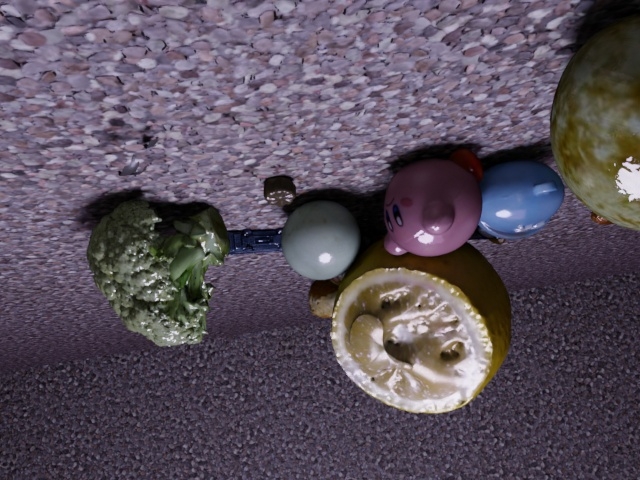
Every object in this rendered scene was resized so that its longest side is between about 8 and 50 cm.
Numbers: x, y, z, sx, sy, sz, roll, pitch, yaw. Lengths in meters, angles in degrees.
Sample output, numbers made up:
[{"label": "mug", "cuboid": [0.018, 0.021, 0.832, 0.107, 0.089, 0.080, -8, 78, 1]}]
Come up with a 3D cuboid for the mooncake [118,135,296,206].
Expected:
[{"label": "mooncake", "cuboid": [-0.149, -0.099, 0.903, 0.347, 0.057, 0.150, -5, 154, -42]}]

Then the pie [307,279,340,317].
[{"label": "pie", "cuboid": [0.114, 0.089, 1.523, 0.315, 0.092, 0.315, -21, -166, 6]}]

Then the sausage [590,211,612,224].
[{"label": "sausage", "cuboid": [0.756, -0.068, 1.582, 0.183, 0.054, 0.062, -3, -163, -32]}]

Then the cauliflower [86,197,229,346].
[{"label": "cauliflower", "cuboid": [-0.260, 0.047, 1.086, 0.250, 0.272, 0.275, -37, -172, -14]}]

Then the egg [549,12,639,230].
[{"label": "egg", "cuboid": [0.384, -0.138, 0.704, 0.238, 0.238, 0.289, -18, 141, 32]}]

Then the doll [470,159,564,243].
[{"label": "doll", "cuboid": [0.335, -0.064, 1.150, 0.177, 0.141, 0.314, -12, 173, -16]}]

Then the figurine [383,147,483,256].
[{"label": "figurine", "cuboid": [0.184, -0.054, 1.036, 0.173, 0.173, 0.173, -9, 166, -2]}]

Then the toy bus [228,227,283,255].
[{"label": "toy bus", "cuboid": [-0.125, 0.004, 1.319, 0.166, 0.047, 0.065, -3, 169, -25]}]

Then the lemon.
[{"label": "lemon", "cuboid": [0.210, 0.137, 1.227, 0.364, 0.364, 0.364, -9, 166, -2]}]

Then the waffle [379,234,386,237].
[{"label": "waffle", "cuboid": [0.094, 0.013, 1.541, 0.092, 0.021, 0.135, 2, 163, -37]}]

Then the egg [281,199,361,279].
[{"label": "egg", "cuboid": [0.000, 0.000, 1.166, 0.149, 0.149, 0.192, -7, 172, -10]}]

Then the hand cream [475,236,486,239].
[{"label": "hand cream", "cuboid": [0.359, -0.022, 1.530, 0.120, 0.061, 0.270, -4, 174, -39]}]

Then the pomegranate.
[{"label": "pomegranate", "cuboid": [0.077, 0.032, 1.380, 0.169, 0.148, 0.148, -10, 168, -25]}]
